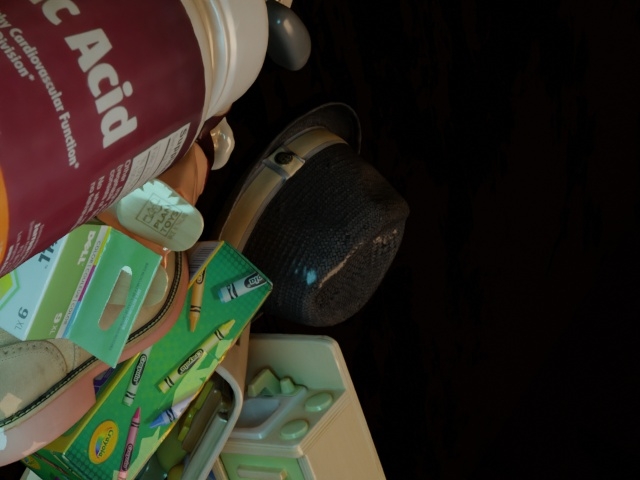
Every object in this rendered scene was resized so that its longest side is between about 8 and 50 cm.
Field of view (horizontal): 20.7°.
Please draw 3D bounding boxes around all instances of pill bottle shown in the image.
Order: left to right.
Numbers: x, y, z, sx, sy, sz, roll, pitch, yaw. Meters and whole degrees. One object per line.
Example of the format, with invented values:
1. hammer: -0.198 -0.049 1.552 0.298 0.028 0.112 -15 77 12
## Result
1. pill bottle: -0.222 -0.115 1.324 0.392 0.224 0.224 -39 150 -47

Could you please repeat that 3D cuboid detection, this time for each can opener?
1. can opener: -0.071 -0.259 1.709 0.074 0.093 0.280 -58 155 -7

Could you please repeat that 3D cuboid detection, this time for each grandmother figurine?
1. grandmother figurine: -0.140 -0.063 1.619 0.208 0.104 0.342 -49 -168 16

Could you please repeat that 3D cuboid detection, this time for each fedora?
1. fedora: 0.000 0.000 2.107 0.334 0.152 0.334 -49 157 -30

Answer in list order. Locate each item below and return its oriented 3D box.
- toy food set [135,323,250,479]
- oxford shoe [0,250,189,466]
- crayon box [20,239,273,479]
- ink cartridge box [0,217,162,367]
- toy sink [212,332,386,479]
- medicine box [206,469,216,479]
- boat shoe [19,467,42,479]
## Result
1. toy food set: -0.170 0.207 1.942 0.306 0.092 0.219 -62 -169 20
2. oxford shoe: -0.238 0.054 1.638 0.146 0.140 0.397 68 24 -18
3. crayon box: -0.188 0.128 1.800 0.278 0.081 0.165 -54 -157 -20
4. ink cartridge box: -0.246 0.014 1.454 0.062 0.209 0.109 2 115 -65
5. toy sink: -0.039 0.241 2.041 0.131 0.153 0.234 -45 125 -46
6. medicine box: -0.130 0.441 2.224 0.263 0.149 0.289 42 67 -52
7. boat shoe: -0.295 0.323 1.902 0.285 0.092 0.103 -64 159 6
